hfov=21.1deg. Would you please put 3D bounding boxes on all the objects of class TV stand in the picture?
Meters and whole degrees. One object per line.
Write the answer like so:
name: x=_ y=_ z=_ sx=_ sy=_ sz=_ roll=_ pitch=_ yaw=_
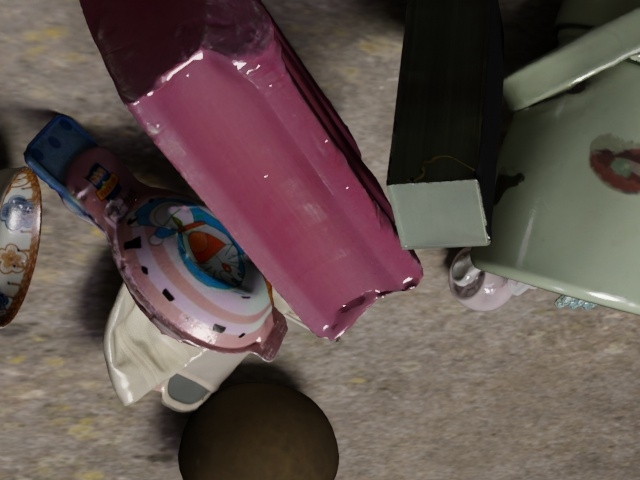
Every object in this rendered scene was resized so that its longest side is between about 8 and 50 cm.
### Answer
TV stand: x=0.113 y=-0.120 z=1.505 sx=0.083 sy=0.269 sz=0.088 roll=-2 pitch=139 yaw=12

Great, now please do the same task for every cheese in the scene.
cheese: x=-0.141 y=0.001 z=1.515 sx=0.286 sy=0.189 sz=0.074 roll=43 pitch=120 yaw=-8

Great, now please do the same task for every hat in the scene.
hat: x=-0.099 y=0.069 z=1.717 sx=0.219 sy=0.164 sz=0.226 roll=-27 pitch=179 yaw=17

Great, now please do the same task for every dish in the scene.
dish: x=-0.297 y=0.000 z=1.471 sx=0.078 sy=0.141 sz=0.141 roll=9 pitch=133 yaw=6

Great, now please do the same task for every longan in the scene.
longan: x=-0.065 y=0.234 z=1.828 sx=0.189 sy=0.189 sz=0.189 roll=-15 pitch=136 yaw=-15

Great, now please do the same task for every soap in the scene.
soap: x=-0.059 y=-0.107 z=1.456 sx=0.128 sy=0.233 sz=0.359 roll=-32 pitch=137 yaw=5

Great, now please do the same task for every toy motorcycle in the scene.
toy motorcycle: x=0.224 y=-0.021 z=1.784 sx=0.112 sy=0.112 sz=0.254 roll=14 pitch=121 yaw=-37

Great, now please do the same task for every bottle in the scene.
bottle: x=0.273 y=-0.116 z=1.614 sx=0.229 sy=0.229 sz=0.351 roll=13 pitch=93 yaw=-37

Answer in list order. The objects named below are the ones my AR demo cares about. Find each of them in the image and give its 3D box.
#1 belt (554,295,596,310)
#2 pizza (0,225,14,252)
belt: x=0.312 y=0.041 z=1.903 sx=0.179 sy=0.100 sz=0.065 roll=21 pitch=122 yaw=-43
pizza: x=-0.390 y=0.004 z=1.501 sx=0.204 sy=0.080 sz=0.188 roll=31 pitch=88 yaw=-42
